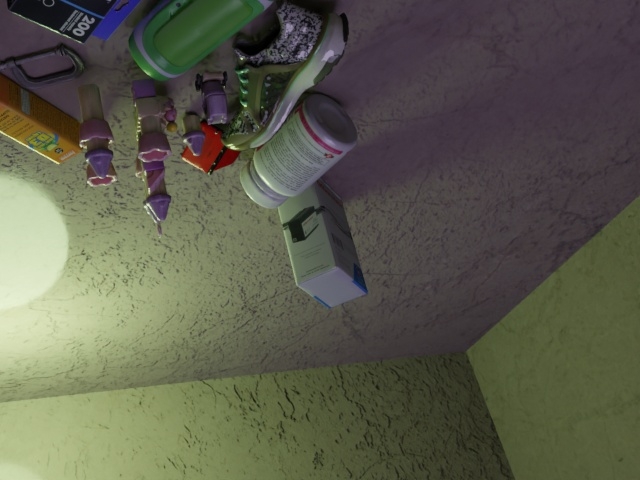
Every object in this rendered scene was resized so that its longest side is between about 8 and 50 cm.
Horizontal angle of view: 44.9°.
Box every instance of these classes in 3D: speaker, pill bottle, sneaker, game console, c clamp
[{"bbox_3d":[-0.219,-0.424,1.447,0.297,0.131,0.131,-31,148,24],"label":"speaker"},{"bbox_3d":[-0.059,-0.208,1.868,0.160,0.160,0.283,13,139,-42],"label":"pill bottle"},{"bbox_3d":[-0.122,-0.359,1.636,0.182,0.158,0.410,27,130,-25],"label":"sneaker"},{"bbox_3d":[-0.248,-0.236,1.872,0.124,0.085,0.144,29,135,-12],"label":"game console"},{"bbox_3d":[-0.549,-0.345,1.515,0.161,0.022,0.137,-13,151,-7],"label":"c clamp"}]

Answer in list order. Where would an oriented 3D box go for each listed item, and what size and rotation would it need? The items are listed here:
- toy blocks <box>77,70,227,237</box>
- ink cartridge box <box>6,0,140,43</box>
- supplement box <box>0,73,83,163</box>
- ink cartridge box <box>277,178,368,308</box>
[{"bbox_3d":[-0.337,-0.168,1.624,0.309,0.259,0.288,-9,166,-15],"label":"toy blocks"},{"bbox_3d":[-0.415,-0.448,1.386,0.208,0.045,0.206,14,138,-45],"label":"ink cartridge box"},{"bbox_3d":[-0.600,-0.247,1.602,0.078,0.080,0.233,-26,152,20],"label":"supplement box"},{"bbox_3d":[0.000,0.000,2.110,0.129,0.307,0.223,-24,151,16],"label":"ink cartridge box"}]
